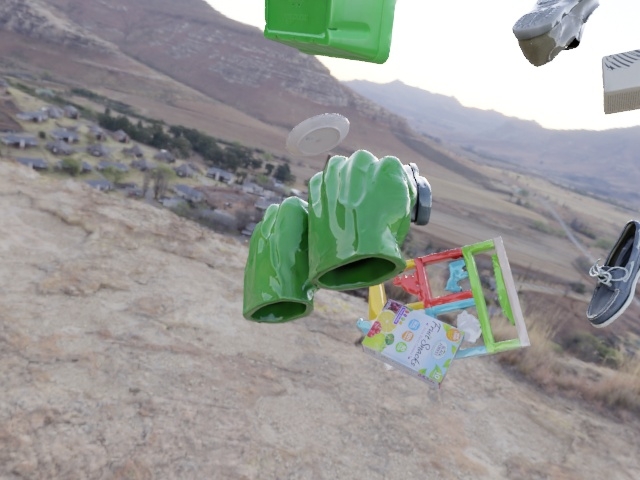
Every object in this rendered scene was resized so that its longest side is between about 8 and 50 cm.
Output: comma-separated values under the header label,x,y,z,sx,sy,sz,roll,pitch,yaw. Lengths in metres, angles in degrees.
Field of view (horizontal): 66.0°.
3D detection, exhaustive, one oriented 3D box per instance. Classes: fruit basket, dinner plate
label,x,y,z,sx,sy,sz,roll,pitch,yaw
fruit basket,0.081,-0.619,1.281,0.392,0.282,0.392,3,24,-1
dinner plate,-0.004,-0.213,1.032,0.141,0.141,0.017,1,60,-41

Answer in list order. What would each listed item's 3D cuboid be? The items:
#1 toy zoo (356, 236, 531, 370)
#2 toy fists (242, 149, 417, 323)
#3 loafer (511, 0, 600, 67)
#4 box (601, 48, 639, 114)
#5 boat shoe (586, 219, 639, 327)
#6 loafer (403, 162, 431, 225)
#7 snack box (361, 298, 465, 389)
label,x,y,z,sx,sy,sz,roll,pitch,yaw
toy zoo,0.201,0.122,0.888,0.293,0.192,0.030,-16,-21,23
toy fists,0.000,0.000,0.578,0.096,0.142,0.279,16,-30,-32
loafer,0.412,-0.375,0.857,0.251,0.087,0.094,-39,32,-28
box,0.742,-0.348,1.025,0.275,0.094,0.113,-4,-16,27
boat shoe,0.661,0.073,1.100,0.079,0.254,0.095,34,0,-10
loafer,0.136,-0.088,0.885,0.084,0.096,0.267,1,13,1
snack box,0.155,0.170,0.826,0.141,0.037,0.100,23,61,25
